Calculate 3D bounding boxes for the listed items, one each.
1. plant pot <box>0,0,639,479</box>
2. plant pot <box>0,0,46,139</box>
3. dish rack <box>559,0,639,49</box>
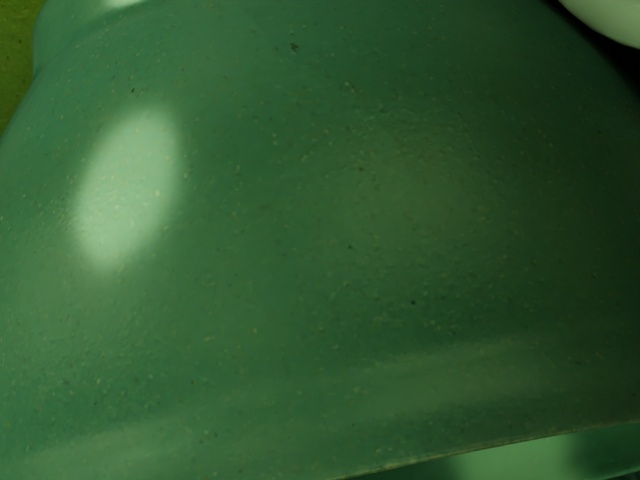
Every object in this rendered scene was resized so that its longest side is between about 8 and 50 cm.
[{"bbox_3d":[0.000,0.000,0.649,0.293,0.293,0.196,-28,69,51],"label":"plant pot"},{"bbox_3d":[-0.189,0.008,0.804,0.275,0.293,0.274,26,132,33],"label":"plant pot"},{"bbox_3d":[0.186,-0.178,0.470,0.333,0.072,0.285,13,125,40],"label":"dish rack"}]
